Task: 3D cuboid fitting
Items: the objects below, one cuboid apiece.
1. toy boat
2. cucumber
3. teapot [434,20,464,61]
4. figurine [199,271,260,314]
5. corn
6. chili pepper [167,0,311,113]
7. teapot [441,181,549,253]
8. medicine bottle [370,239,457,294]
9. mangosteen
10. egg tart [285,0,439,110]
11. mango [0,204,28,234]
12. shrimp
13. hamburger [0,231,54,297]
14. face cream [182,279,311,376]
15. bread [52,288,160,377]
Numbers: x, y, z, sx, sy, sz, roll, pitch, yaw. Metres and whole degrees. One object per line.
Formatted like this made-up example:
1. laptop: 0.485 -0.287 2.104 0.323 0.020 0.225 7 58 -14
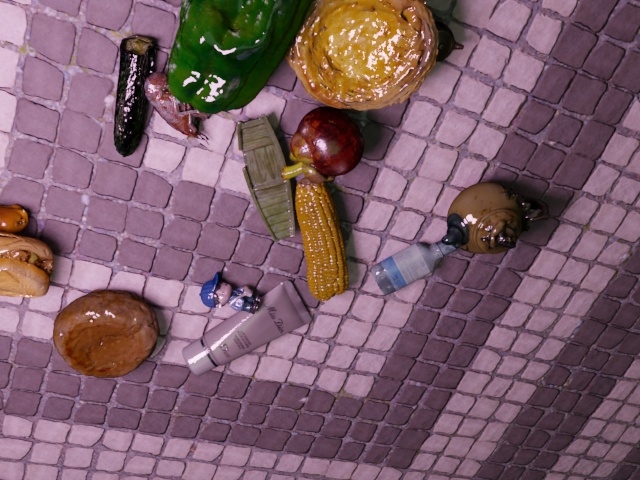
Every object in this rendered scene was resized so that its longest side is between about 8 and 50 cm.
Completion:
1. toy boat: -0.114 -0.133 1.302 0.093 0.055 0.293 -15 121 -2
2. cucumber: -0.364 -0.267 1.171 0.067 0.067 0.245 9 116 -15
3. teapot: 0.224 -0.393 1.206 0.121 0.068 0.076 3 119 -12
4. figurine: -0.214 0.134 1.426 0.136 0.077 0.079 28 133 -15
5. corn: 0.005 0.000 1.375 0.102 0.102 0.312 -11 121 -4
6. chili pepper: -0.138 -0.380 1.043 0.213 0.167 0.385 16 129 -25
7. teapot: 0.397 -0.040 1.377 0.270 0.182 0.173 -12 120 -5
8. medicine bottle: 0.228 0.054 1.474 0.209 0.053 0.090 -29 119 5
9. mangosteen: 0.004 -0.179 1.233 0.181 0.146 0.156 -50 123 -4
10. egg tart: 0.076 -0.377 1.160 0.291 0.107 0.290 3 124 4
11. mango: -0.664 -0.041 1.242 0.127 0.077 0.063 6 114 0
12. shrimp: -0.273 -0.254 1.189 0.073 0.075 0.190 -38 130 3
13. hamburger: -0.654 0.053 1.238 0.214 0.108 0.213 -3 161 -1
14. face cream: -0.185 0.222 1.488 0.314 0.089 0.143 -30 118 -5
15. bread: -0.487 0.208 1.391 0.230 0.123 0.230 -8 123 -12
